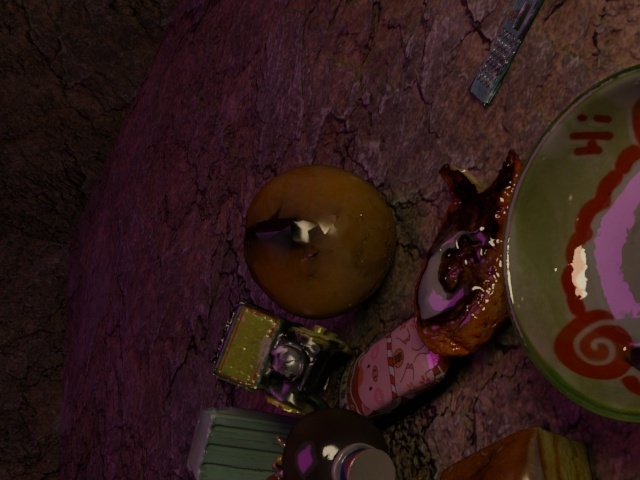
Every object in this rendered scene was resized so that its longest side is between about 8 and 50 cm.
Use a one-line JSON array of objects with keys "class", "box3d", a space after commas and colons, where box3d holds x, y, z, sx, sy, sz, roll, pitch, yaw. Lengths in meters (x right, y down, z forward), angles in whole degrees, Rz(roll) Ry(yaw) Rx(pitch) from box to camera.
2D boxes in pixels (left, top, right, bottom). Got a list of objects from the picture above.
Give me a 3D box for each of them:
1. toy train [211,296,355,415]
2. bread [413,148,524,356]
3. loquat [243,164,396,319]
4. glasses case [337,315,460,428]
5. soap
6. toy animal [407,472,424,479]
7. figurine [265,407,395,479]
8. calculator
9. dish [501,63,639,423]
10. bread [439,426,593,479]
[{"class": "toy train", "box3d": [-0.054, 0.181, 1.388, 0.261, 0.177, 0.134, 51, -121, -77]}, {"class": "bread", "box3d": [0.193, 0.017, 1.153, 0.139, 0.095, 0.269, -2, 61, 39]}, {"class": "loquat", "box3d": [0.000, 0.000, 1.385, 0.235, 0.235, 0.235, -38, 45, 52]}, {"class": "glasses case", "box3d": [0.102, 0.185, 1.272, 0.266, 0.067, 0.103, -45, 37, 46]}, {"class": "soap", "box3d": [-0.099, 0.328, 1.454, 0.063, 0.198, 0.114, 26, 100, 66]}, {"class": "toy animal", "box3d": [0.117, 0.409, 1.106, 0.054, 0.149, 0.275, 76, -149, -46]}, {"class": "figurine", "box3d": [0.014, 0.310, 1.232, 0.275, 0.161, 0.158, 108, 171, -64]}, {"class": "calculator", "box3d": [0.252, -0.268, 1.254, 0.172, 0.018, 0.057, -63, 30, 22]}, {"class": "dish", "box3d": [0.328, 0.007, 0.850, 0.324, 0.124, 0.324, -18, 67, 51]}, {"class": "bread", "box3d": [0.202, 0.333, 0.954, 0.184, 0.110, 0.234, -44, 41, 48]}]
